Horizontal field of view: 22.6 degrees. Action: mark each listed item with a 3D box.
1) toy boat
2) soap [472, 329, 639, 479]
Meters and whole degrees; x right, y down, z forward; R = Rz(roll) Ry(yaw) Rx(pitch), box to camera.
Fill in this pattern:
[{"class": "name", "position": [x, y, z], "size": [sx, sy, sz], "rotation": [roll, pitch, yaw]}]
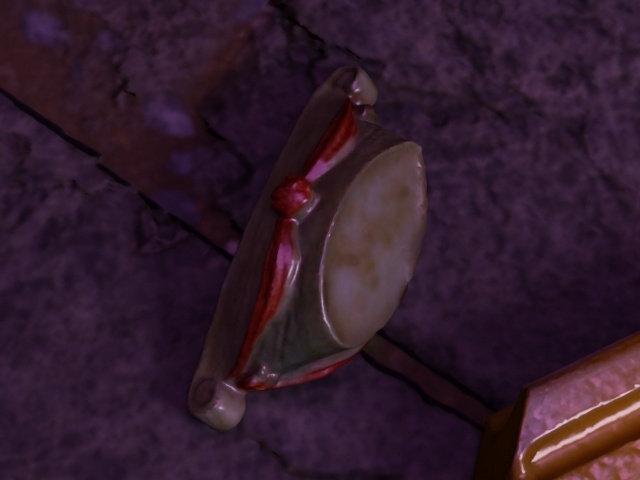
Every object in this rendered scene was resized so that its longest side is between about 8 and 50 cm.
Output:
[{"class": "toy boat", "position": [0.001, 0.001, 0.713], "size": [0.089, 0.071, 0.185], "rotation": [39, 65, -38]}, {"class": "soap", "position": [0.170, 0.104, 0.694], "size": [0.232, 0.073, 0.140], "rotation": [-24, 75, -13]}]
